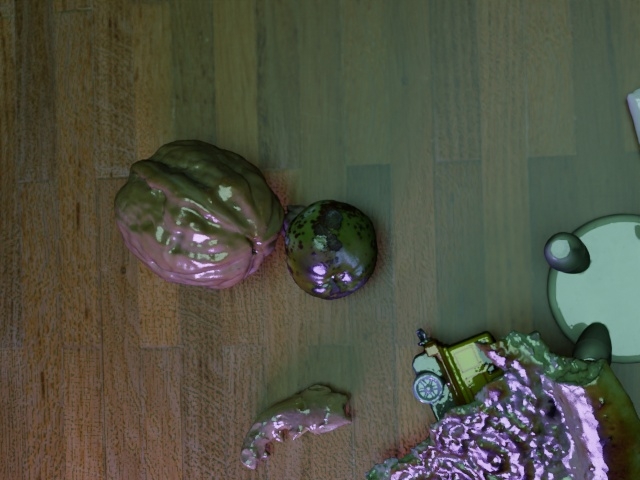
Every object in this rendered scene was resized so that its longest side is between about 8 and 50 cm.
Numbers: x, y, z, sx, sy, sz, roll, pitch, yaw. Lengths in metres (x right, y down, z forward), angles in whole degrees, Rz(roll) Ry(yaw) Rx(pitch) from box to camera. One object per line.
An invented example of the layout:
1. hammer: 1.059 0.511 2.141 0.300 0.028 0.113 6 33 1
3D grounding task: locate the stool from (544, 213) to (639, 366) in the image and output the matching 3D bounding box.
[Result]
1. stool: 0.380 0.065 1.216 0.195 0.198 0.195 -13 89 11

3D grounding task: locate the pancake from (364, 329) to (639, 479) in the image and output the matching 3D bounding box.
1. pancake: 0.239 0.300 1.208 0.304 0.067 0.427 35 127 3

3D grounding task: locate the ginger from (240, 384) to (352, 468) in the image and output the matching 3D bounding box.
1. ginger: -0.039 0.253 1.384 0.173 0.051 0.070 -28 78 15

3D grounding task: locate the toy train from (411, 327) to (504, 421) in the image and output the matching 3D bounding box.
1. toy train: 0.196 0.207 1.310 0.127 0.089 0.219 -25 84 7

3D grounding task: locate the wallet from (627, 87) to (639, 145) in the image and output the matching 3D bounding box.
1. wallet: 0.464 -0.114 1.282 0.095 0.033 0.190 -17 85 13

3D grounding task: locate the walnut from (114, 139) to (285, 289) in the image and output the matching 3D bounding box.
1. walnut: -0.166 -0.036 1.335 0.245 0.198 0.198 30 96 29

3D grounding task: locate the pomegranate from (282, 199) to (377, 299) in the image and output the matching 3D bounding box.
1. pomegranate: -0.004 0.009 1.338 0.163 0.138 0.126 12 55 30
